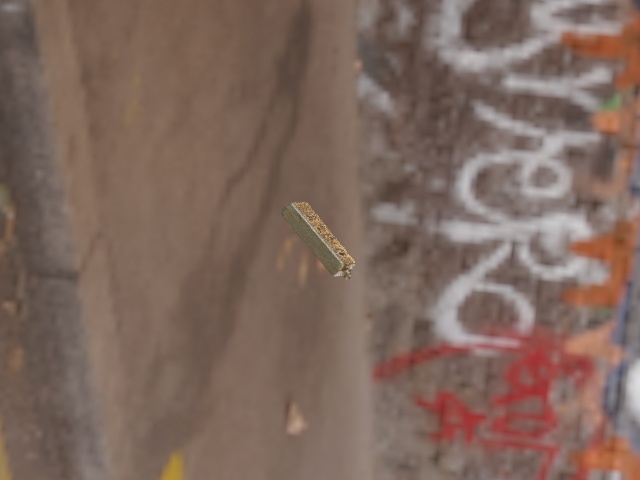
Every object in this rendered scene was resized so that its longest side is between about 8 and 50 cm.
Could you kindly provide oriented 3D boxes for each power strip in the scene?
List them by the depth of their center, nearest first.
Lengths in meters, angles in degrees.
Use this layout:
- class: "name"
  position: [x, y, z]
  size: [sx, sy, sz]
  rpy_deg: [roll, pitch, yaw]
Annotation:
- class: "power strip"
  position: [0.000, 0.000, 1.576]
  size: [0.017, 0.083, 0.027]
  rpy_deg: [-47, 164, 23]
